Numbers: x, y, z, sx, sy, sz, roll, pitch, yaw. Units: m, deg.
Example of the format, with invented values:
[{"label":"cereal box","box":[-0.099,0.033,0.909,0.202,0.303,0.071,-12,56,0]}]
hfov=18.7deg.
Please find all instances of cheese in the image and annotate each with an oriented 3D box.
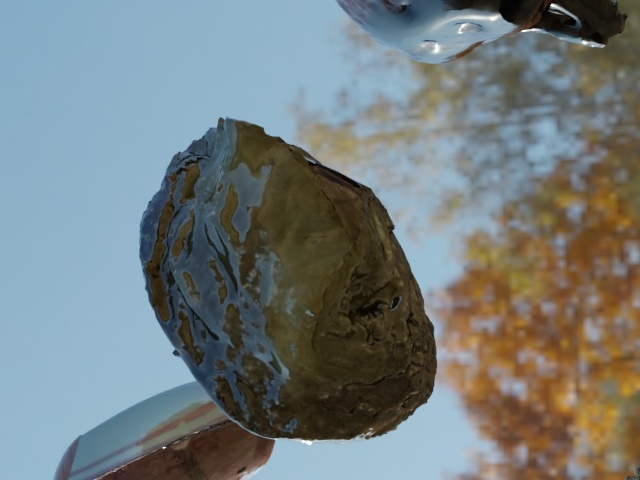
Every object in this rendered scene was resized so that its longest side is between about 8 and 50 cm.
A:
[{"label":"cheese","box":[-0.063,0.124,1.272,0.074,0.286,0.189,64,-178,7]}]

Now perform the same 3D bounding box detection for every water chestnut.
[{"label":"water chestnut","box":[0.127,-0.268,1.593,0.289,0.289,0.244,10,-136,-54]}]

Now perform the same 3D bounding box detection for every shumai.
[{"label":"shumai","box":[-0.001,0.012,0.769,0.123,0.105,0.139,-6,-100,-34]}]

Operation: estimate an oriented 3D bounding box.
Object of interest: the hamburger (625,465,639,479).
[{"label":"hamburger","box":[0.397,0.242,1.646,0.302,0.302,0.170,-49,-49,-45]}]
